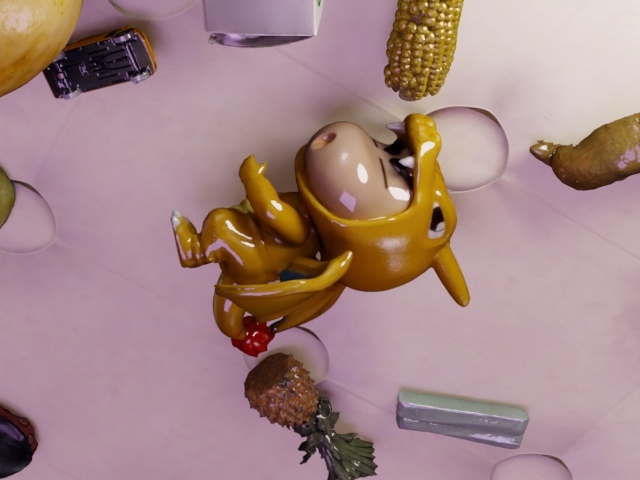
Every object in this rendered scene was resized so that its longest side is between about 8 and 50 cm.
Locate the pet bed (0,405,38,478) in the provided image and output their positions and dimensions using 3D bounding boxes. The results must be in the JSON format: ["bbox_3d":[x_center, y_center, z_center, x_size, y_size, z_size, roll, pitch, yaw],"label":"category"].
[{"bbox_3d":[-0.613,0.359,2.198,0.201,0.053,0.201,3,128,4],"label":"pet bed"}]

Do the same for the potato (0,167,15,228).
[{"bbox_3d":[-0.595,-0.026,1.862,0.271,0.111,0.160,-21,120,21],"label":"potato"}]

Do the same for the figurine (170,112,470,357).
[{"bbox_3d":[-0.001,0.000,1.718,0.387,0.268,0.401,-14,160,-2],"label":"figurine"}]

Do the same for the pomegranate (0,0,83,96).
[{"bbox_3d":[-0.450,-0.354,1.441,0.410,0.410,0.410,4,128,5],"label":"pomegranate"}]

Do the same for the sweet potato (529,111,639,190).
[{"bbox_3d":[0.440,-0.122,1.650,0.310,0.098,0.124,0,148,6],"label":"sweet potato"}]

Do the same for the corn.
[{"bbox_3d":[0.142,-0.314,1.547,0.097,0.097,0.320,10,126,0],"label":"corn"}]

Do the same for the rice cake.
[{"bbox_3d":[0.232,0.300,2.040,0.221,0.042,0.080,9,133,0],"label":"rice cake"}]

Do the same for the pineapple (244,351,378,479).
[{"bbox_3d":[-0.015,0.307,2.041,0.119,0.130,0.277,-38,116,-2],"label":"pineapple"}]

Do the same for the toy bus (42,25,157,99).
[{"bbox_3d":[-0.299,-0.248,1.669,0.162,0.074,0.069,-11,118,19],"label":"toy bus"}]

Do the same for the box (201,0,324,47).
[{"bbox_3d":[-0.069,-0.413,1.444,0.145,0.173,0.333,3,128,6],"label":"box"}]
